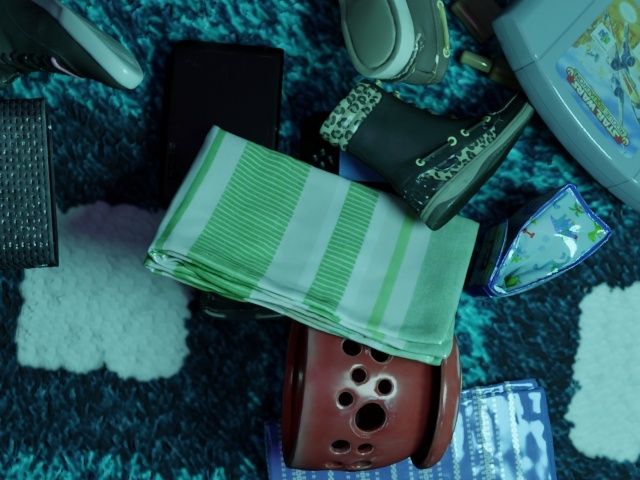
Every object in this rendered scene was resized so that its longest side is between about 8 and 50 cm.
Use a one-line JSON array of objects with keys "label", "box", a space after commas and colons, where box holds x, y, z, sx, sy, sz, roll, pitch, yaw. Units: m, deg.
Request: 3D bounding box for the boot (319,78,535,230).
[{"label": "boot", "box": [0.126, -0.135, 1.640, 0.179, 0.085, 0.236, 37, 53, 9]}]

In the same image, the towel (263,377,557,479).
[{"label": "towel", "box": [0.112, 0.299, 1.670, 0.336, 0.040, 0.243, -8, 88, -6]}]

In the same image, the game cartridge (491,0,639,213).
[{"label": "game cartridge", "box": [0.336, -0.184, 1.672, 0.297, 0.062, 0.198, 49, 58, -11]}]

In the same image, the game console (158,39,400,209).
[{"label": "game console", "box": [-0.003, -0.114, 1.678, 0.361, 0.044, 0.213, 4, 86, -7]}]

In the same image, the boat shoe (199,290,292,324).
[{"label": "boat shoe", "box": [-0.023, 0.056, 1.657, 0.233, 0.084, 0.079, 2, 124, -14]}]

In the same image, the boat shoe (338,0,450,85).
[{"label": "boat shoe", "box": [0.073, -0.323, 1.658, 0.097, 0.116, 0.324, 10, 59, -40]}]

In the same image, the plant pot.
[{"label": "plant pot", "box": [0.052, 0.157, 1.568, 0.174, 0.191, 0.191, 6, 85, -10]}]

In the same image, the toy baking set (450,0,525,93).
[{"label": "toy baking set", "box": [0.286, -0.258, 1.730, 0.256, 0.030, 0.196, 24, 83, -5]}]

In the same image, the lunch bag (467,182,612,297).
[{"label": "lunch bag", "box": [0.236, 0.012, 1.654, 0.151, 0.129, 0.096, -42, 90, -6]}]

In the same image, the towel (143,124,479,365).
[{"label": "towel", "box": [0.000, 0.000, 1.551, 0.325, 0.038, 0.248, 19, 40, 1]}]

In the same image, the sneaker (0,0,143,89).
[{"label": "sneaker", "box": [-0.318, -0.197, 1.576, 0.296, 0.104, 0.147, 35, 90, 32]}]

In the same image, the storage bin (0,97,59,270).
[{"label": "storage bin", "box": [-0.335, -0.060, 1.592, 0.084, 0.122, 0.180, -3, 86, -8]}]
